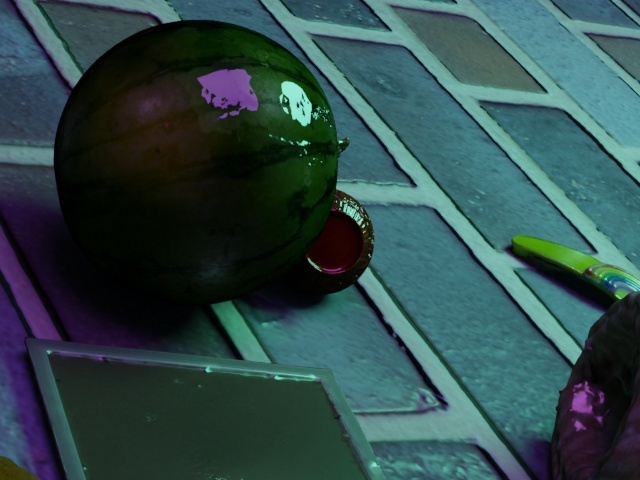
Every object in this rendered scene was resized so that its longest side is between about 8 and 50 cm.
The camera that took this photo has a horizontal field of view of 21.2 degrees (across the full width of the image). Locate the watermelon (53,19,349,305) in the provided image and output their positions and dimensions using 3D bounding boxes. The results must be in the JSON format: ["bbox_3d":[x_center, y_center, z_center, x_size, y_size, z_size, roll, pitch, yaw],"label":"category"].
[{"bbox_3d":[-0.102,-0.065,1.436,0.242,0.242,0.242,18,28,-10],"label":"watermelon"}]

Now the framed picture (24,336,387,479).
[{"bbox_3d":[-0.079,0.155,1.302,0.273,0.016,0.216,9,30,-26],"label":"framed picture"}]

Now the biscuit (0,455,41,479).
[{"bbox_3d":[-0.277,0.179,1.075,0.248,0.035,0.184,11,26,-35],"label":"biscuit"}]

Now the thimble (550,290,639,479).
[{"bbox_3d":[0.288,0.153,1.402,0.148,0.196,0.229,24,-3,-5],"label":"thimble"}]

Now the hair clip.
[{"bbox_3d":[0.285,0.037,1.772,0.188,0.033,0.060,29,27,11],"label":"hair clip"}]

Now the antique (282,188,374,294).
[{"bbox_3d":[0.000,0.000,1.553,0.104,0.104,0.104,18,28,-10],"label":"antique"}]
